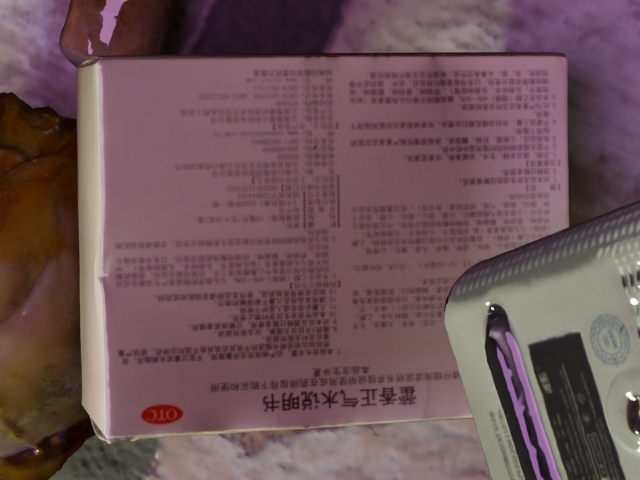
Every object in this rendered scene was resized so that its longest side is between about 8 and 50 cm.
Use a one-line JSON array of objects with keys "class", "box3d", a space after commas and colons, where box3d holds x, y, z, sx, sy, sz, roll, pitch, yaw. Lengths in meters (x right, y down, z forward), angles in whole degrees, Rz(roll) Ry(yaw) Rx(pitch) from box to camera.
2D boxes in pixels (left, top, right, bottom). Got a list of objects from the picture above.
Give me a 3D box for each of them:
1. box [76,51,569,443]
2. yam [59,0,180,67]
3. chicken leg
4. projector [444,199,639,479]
[{"class": "box", "box3d": [0.000, 0.000, 0.808, 0.212, 0.095, 0.168, -1, 92, -14]}, {"class": "yam", "box3d": [-0.057, -0.214, 0.894, 0.066, 0.066, 0.299, 31, 107, 20]}, {"class": "chicken leg", "box3d": [-0.260, 0.090, 0.916, 0.409, 0.295, 0.182, -54, 53, 30]}, {"class": "projector", "box3d": [0.197, 0.041, 0.701, 0.177, 0.242, 0.163, -22, 85, 52]}]
